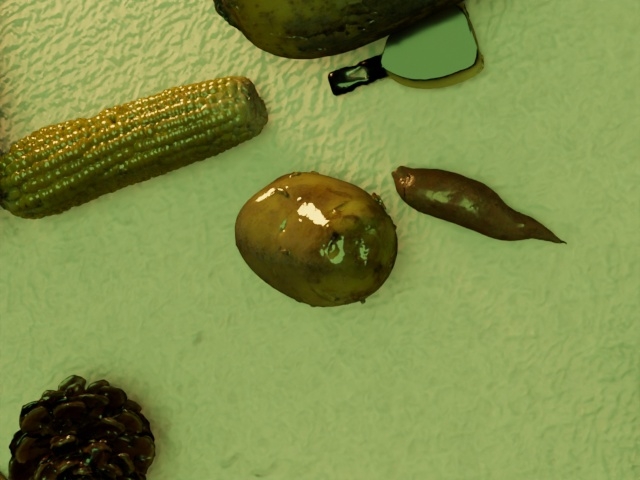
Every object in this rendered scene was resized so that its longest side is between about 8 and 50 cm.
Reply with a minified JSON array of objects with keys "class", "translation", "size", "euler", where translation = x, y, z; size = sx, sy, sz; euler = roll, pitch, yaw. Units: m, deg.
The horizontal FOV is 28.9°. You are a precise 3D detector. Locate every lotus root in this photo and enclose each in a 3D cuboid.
[{"class":"lotus root","translation":[0.074,-0.313,1.229],"size":[0.398,0.179,0.195],"euler":[-26,89,16]}]

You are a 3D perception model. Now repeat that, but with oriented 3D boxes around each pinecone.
[{"class":"pinecone","translation":[-0.253,0.233,1.321],"size":[0.174,0.173,0.173],"euler":[0,91,12]}]

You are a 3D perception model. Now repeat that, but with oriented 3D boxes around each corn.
[{"class":"corn","translation":[-0.214,-0.101,1.344],"size":[0.320,0.097,0.097],"euler":[-17,88,10]}]

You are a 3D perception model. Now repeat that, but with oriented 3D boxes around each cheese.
[{"class":"cheese","translation":[0.085,-0.189,1.302],"size":[0.163,0.036,0.086],"euler":[-19,89,12]}]

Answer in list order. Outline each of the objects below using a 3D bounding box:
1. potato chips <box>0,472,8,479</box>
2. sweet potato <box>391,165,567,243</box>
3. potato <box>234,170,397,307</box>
[{"class":"potato chips","translation":[-0.353,0.300,1.415],"size":[0.204,0.026,0.037],"euler":[38,102,8]},{"class":"sweet potato","translation":[0.162,-0.032,1.282],"size":[0.195,0.056,0.056],"euler":[25,96,7]},{"class":"potato","translation":[0.000,0.000,1.284],"size":[0.176,0.137,0.137],"euler":[28,98,32]}]
